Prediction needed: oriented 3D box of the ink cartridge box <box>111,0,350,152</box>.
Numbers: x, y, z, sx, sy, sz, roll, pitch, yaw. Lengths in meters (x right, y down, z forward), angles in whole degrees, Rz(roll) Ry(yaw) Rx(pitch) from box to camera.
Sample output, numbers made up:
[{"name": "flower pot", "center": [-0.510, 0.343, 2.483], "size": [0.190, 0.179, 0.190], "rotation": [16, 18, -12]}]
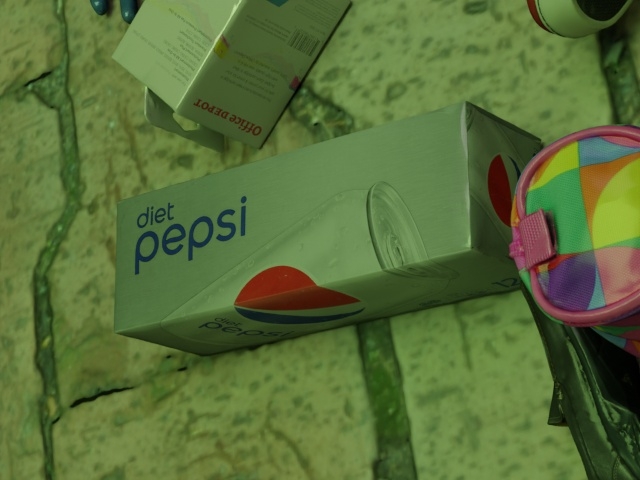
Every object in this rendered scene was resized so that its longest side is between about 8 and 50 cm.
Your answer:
[{"name": "ink cartridge box", "center": [-0.068, -0.139, 1.175], "size": [0.090, 0.092, 0.143], "rotation": [41, 102, 39]}]

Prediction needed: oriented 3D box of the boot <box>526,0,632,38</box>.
[{"name": "boot", "center": [0.121, -0.230, 1.062], "size": [0.176, 0.088, 0.244], "rotation": [-5, 65, 38]}]

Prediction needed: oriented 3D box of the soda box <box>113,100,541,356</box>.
[{"name": "soda box", "center": [0.000, 0.000, 1.077], "size": [0.286, 0.091, 0.098], "rotation": [-13, 68, 35]}]

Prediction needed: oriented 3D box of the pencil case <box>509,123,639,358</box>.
[{"name": "pencil case", "center": [0.175, 0.020, 0.846], "size": [0.104, 0.236, 0.104], "rotation": [-10, 69, 26]}]

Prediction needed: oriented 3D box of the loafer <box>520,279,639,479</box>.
[{"name": "loafer", "center": [0.149, 0.086, 0.953], "size": [0.061, 0.062, 0.170], "rotation": [-42, 53, 26]}]

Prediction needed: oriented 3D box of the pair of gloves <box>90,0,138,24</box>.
[{"name": "pair of gloves", "center": [-0.121, -0.268, 1.305], "size": [0.198, 0.023, 0.159], "rotation": [-42, 55, 22]}]
